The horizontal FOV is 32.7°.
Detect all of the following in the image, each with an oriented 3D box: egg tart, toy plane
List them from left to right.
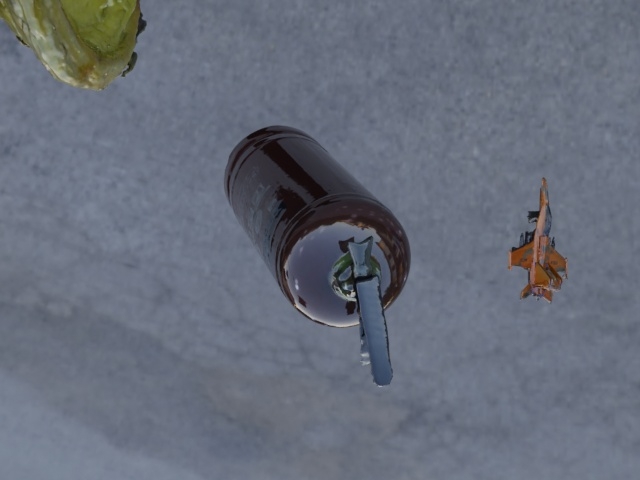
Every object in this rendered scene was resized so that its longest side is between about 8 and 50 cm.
[{"bbox_3d":[-0.249,-0.277,1.057,0.095,0.279,0.279,1,144,15],"label":"egg tart"},{"bbox_3d":[0.329,0.001,1.655,0.135,0.188,0.062,6,165,-38],"label":"toy plane"}]

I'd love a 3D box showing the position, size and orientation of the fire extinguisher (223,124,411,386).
[{"bbox_3d":[0.000,0.000,0.970,0.114,0.337,0.136,-12,112,-12],"label":"fire extinguisher"}]
